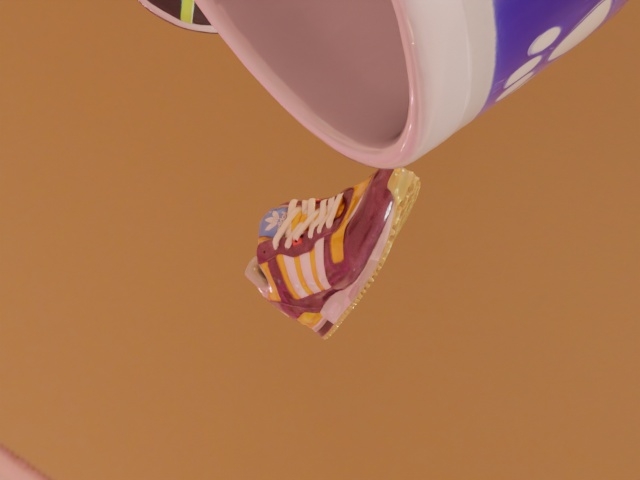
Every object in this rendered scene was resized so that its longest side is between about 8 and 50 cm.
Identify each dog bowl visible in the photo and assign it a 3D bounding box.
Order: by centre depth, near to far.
[{"bbox_3d":[-0.003,-0.163,0.470,0.104,0.265,0.265,-34,-111,-12],"label":"dog bowl"}]

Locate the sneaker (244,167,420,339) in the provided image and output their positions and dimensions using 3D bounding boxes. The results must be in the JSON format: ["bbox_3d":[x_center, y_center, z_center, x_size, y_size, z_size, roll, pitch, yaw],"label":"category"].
[{"bbox_3d":[0.000,0.000,0.852,0.084,0.069,0.185,30,-37,0],"label":"sneaker"}]

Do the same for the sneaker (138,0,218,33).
[{"bbox_3d":[-0.146,-0.259,1.087,0.084,0.235,0.097,-62,-164,-15],"label":"sneaker"}]
